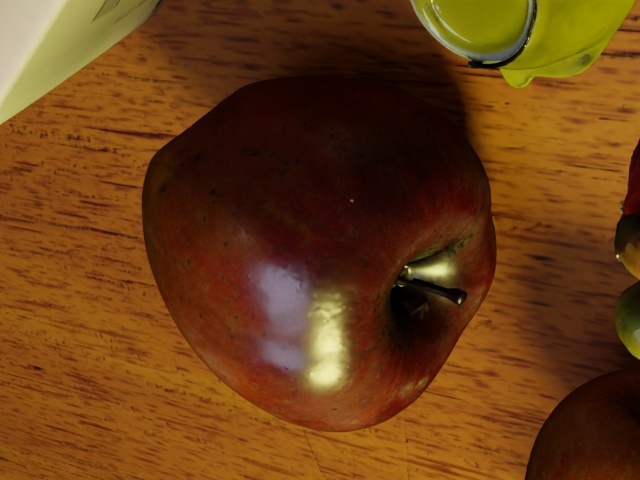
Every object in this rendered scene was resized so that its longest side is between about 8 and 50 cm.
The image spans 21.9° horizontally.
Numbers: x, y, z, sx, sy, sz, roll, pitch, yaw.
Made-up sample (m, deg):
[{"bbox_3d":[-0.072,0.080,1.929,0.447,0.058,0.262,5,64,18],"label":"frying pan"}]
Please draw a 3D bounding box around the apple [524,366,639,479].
[{"bbox_3d":[0.222,0.176,1.071,0.181,0.181,0.168,19,124,29],"label":"apple"}]

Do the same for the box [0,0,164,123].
[{"bbox_3d":[-0.127,-0.205,0.957,0.106,0.203,0.252,44,132,-1],"label":"box"}]

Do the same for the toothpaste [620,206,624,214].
[{"bbox_3d":[0.217,0.011,1.044,0.083,0.019,0.027,56,159,-11],"label":"toothpaste"}]

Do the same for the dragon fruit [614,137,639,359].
[{"bbox_3d":[0.284,-0.037,0.753,0.243,0.227,0.307,26,144,-24],"label":"dragon fruit"}]

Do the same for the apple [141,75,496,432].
[{"bbox_3d":[0.001,-0.001,1.069,0.234,0.234,0.234,25,140,23],"label":"apple"}]

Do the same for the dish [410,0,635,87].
[{"bbox_3d":[0.101,-0.154,0.939,0.149,0.080,0.208,22,137,27],"label":"dish"}]
